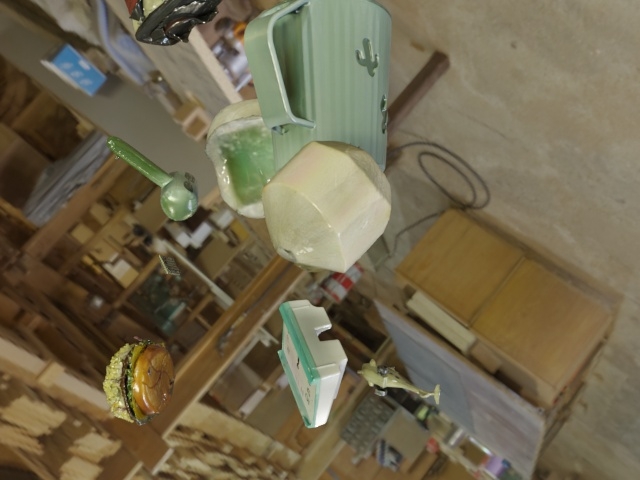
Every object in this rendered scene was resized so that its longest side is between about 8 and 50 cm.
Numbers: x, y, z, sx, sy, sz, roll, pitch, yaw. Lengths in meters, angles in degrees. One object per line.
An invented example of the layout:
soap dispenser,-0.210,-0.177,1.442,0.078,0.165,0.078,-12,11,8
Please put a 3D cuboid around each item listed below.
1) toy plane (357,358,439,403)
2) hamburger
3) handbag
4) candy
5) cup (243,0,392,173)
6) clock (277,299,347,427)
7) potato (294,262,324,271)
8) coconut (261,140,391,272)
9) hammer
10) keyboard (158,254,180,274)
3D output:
toy plane,0.235,0.432,2.064,0.108,0.092,0.286,-5,-167,-41
hamburger,-0.506,0.390,1.889,0.138,0.243,0.261,-3,170,16
handbag,-0.364,-0.590,1.616,0.254,0.181,0.181,-27,81,39
candy,-0.168,-0.280,2.200,0.426,0.186,0.386,-12,109,30
cup,-0.021,-0.354,1.574,0.400,0.393,0.310,2,172,-26
clock,-0.022,0.319,1.780,0.231,0.116,0.262,96,157,-43
potato,0.000,0.000,1.741,0.235,0.177,0.160,109,146,-73
coconut,0.003,-0.056,1.207,0.241,0.241,0.241,39,169,9
hammer,-0.526,-0.206,2.097,0.335,0.119,0.206,38,-168,-23
keyboard,-0.372,0.061,1.660,0.129,0.015,0.049,78,170,-84
